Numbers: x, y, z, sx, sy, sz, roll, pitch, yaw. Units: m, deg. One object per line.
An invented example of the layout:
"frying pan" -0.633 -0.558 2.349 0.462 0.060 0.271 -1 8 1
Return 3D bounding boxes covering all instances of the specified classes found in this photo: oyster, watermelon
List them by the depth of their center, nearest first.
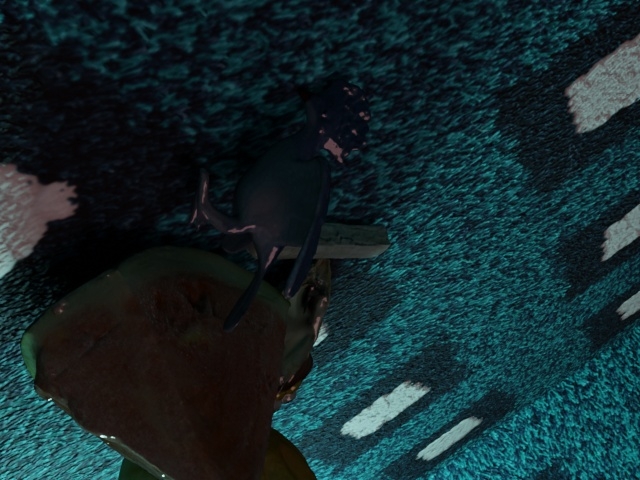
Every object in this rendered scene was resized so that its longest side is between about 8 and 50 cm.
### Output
"watermelon" -0.140 0.122 0.975 0.250 0.292 0.283 -61 158 -14
"oyster" -0.095 0.134 1.211 0.199 0.087 0.252 2 121 -18

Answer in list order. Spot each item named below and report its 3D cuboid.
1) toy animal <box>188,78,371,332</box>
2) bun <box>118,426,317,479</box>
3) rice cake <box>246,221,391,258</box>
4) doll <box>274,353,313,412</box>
"toy animal" -0.038 -0.034 0.910 0.176 0.239 0.256 3 98 -13
"bun" -0.136 0.332 1.311 0.299 0.299 0.165 2 111 -51
"rice cake" 0.000 0.000 1.140 0.045 0.042 0.245 -32 161 33
"doll" -0.072 0.206 1.362 0.145 0.096 0.188 -29 165 5
